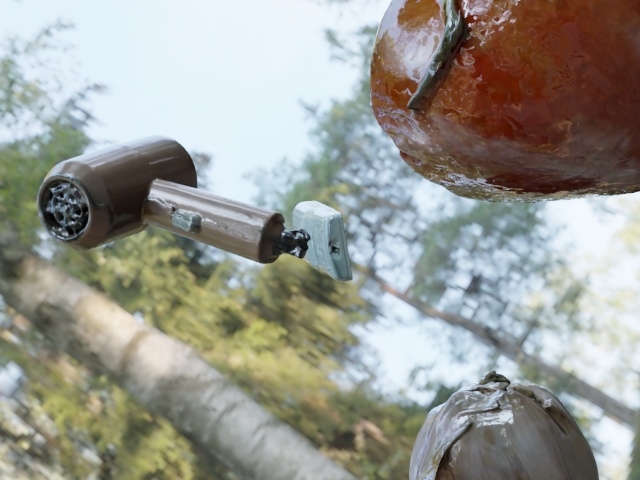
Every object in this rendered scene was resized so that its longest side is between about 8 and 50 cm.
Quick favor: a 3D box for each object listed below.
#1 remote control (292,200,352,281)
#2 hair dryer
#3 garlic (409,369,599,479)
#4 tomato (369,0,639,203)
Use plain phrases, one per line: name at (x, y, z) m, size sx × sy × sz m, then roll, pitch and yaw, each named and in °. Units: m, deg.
remote control at (0.000, 0.000, 1.346) m, size 0.029 × 0.162 × 0.061 m, roll -12°, pitch -83°, yaw -7°
hair dryer at (-0.089, -0.019, 1.013) m, size 0.117 × 0.181 × 0.064 m, roll -25°, pitch -54°, yaw -56°
garlic at (0.183, 0.200, 1.302) m, size 0.207 × 0.207 × 0.257 m, roll -38°, pitch -19°, yaw -27°
tomato at (0.199, -0.126, 0.987) m, size 0.308 × 0.170 × 0.309 m, roll -9°, pitch -65°, yaw -20°
